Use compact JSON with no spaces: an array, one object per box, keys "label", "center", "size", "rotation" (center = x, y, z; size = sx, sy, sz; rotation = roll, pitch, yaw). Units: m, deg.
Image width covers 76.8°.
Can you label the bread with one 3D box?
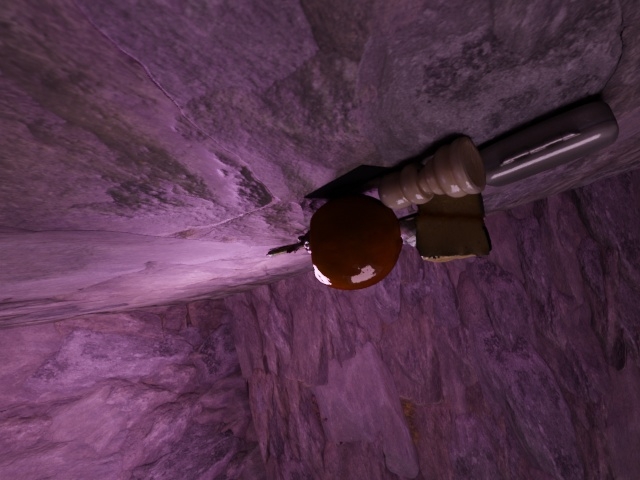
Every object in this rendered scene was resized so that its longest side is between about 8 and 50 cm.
[{"label":"bread","center":[0.462,-0.094,1.420],"size":[0.241,0.346,0.405],"rotation":[-11,166,19]}]

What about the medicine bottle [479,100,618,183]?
[{"label":"medicine bottle","center":[0.669,-0.278,1.220],"size":[0.375,0.123,0.282],"rotation":[-23,168,35]}]

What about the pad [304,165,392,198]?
[{"label":"pad","center":[0.083,-0.172,1.222],"size":[0.243,0.004,0.163],"rotation":[-24,168,41]}]

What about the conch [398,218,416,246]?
[{"label":"conch","center":[0.518,-0.061,2.219],"size":[0.386,0.170,0.203],"rotation":[-19,-164,33]}]

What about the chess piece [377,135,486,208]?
[{"label":"chess piece","center":[0.302,-0.170,1.172],"size":[0.299,0.167,0.167],"rotation":[-18,172,41]}]

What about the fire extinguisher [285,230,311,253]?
[{"label":"fire extinguisher","center":[0.000,0.010,1.864],"size":[0.336,0.107,0.147],"rotation":[-9,157,-36]}]

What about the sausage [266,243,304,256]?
[{"label":"sausage","center":[-0.148,0.041,2.055],"size":[0.268,0.033,0.033],"rotation":[-13,171,-18]}]

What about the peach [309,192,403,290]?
[{"label":"peach","center":[0.120,0.002,1.344],"size":[0.301,0.343,0.343],"rotation":[-3,172,3]}]
